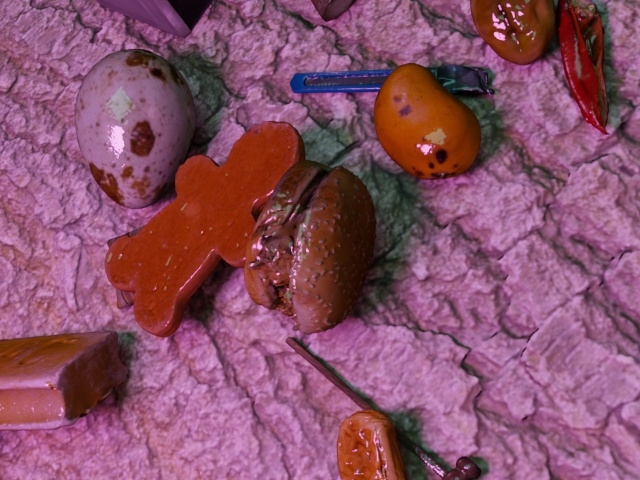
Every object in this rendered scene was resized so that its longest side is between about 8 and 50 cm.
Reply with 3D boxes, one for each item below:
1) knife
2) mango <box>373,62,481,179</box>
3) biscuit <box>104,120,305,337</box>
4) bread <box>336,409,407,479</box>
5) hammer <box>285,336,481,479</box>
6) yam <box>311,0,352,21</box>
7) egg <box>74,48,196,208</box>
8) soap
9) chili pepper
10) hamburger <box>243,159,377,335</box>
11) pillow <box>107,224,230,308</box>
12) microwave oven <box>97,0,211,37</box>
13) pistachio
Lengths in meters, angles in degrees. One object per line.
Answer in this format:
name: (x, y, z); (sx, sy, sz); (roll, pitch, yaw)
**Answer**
knife: (0.092, -0.218, 1.158); (0.297, 0.026, 0.044); (3, 80, 22)
mango: (0.128, -0.149, 1.074); (0.115, 0.090, 0.178); (-40, 60, 3)
biscuit: (-0.138, -0.023, 1.086); (0.324, 0.049, 0.205); (-49, 50, 7)
bread: (0.055, 0.244, 0.936); (0.083, 0.044, 0.110); (-27, 69, 41)
hammer: (0.059, 0.197, 0.986); (0.292, 0.029, 0.058); (37, 82, 32)
yam: (0.004, -0.390, 1.246); (0.070, 0.069, 0.146); (-29, 61, 7)
egg: (-0.261, -0.158, 1.189); (0.169, 0.169, 0.231); (-5, 77, 19)
soap: (-0.403, 0.184, 1.091); (0.258, 0.160, 0.080); (-6, 104, 18)
chili pepper: (0.331, -0.244, 1.067); (0.050, 0.059, 0.267); (-32, 53, 51)
hamburger: (0.000, 0.000, 1.006); (0.122, 0.189, 0.215); (15, 58, 19)
pillow: (-0.200, 0.014, 1.161); (0.204, 0.038, 0.113); (-20, 64, 13)
microwave oven: (-0.298, -0.488, 1.277); (0.238, 0.295, 0.181); (28, 80, 29)
pistachio: (0.250, -0.321, 1.099); (0.110, 0.100, 0.189); (-1, 68, 17)
